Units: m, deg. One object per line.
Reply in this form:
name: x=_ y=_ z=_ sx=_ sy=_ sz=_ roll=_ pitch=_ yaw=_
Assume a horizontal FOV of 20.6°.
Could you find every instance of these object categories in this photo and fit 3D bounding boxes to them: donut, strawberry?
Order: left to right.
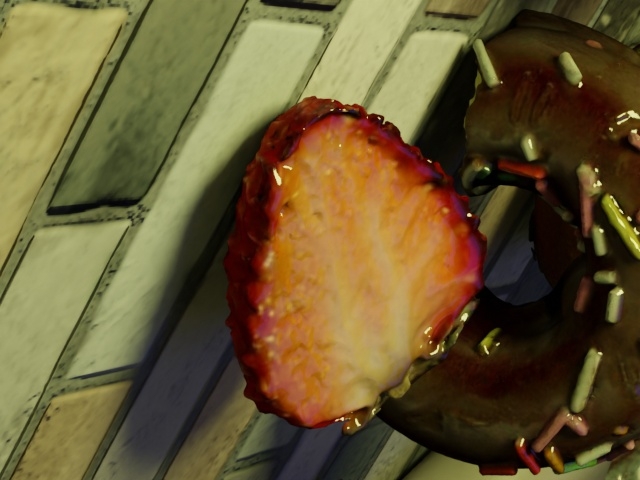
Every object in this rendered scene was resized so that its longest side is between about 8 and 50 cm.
strawberry: x=0.000 y=0.000 z=1.128 sx=0.190 sy=0.111 sz=0.236 roll=-32 pitch=129 yaw=-19
donut: x=0.167 y=0.034 z=1.276 sx=0.345 sy=0.259 sz=0.136 roll=-61 pitch=164 yaw=23

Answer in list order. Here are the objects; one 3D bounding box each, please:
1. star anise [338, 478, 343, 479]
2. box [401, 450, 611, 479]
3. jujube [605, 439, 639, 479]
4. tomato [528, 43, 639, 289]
star anise: x=-0.052 y=0.375 z=1.533 sx=0.237 sy=0.148 sz=0.346 roll=30 pitch=101 yaw=-46
box: x=0.165 y=0.291 z=1.811 sx=0.349 sy=0.141 sz=0.288 roll=-40 pitch=157 yaw=-27
jujube: x=0.380 y=0.248 z=2.072 sx=0.317 sy=0.226 sz=0.226 roll=-52 pitch=159 yaw=-15
tomato: x=0.338 y=-0.036 z=1.508 sx=0.303 sy=0.239 sz=0.303 roll=-32 pitch=147 yaw=-24
